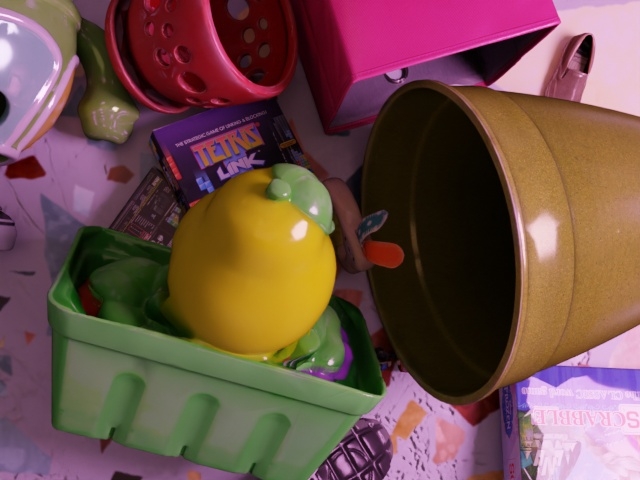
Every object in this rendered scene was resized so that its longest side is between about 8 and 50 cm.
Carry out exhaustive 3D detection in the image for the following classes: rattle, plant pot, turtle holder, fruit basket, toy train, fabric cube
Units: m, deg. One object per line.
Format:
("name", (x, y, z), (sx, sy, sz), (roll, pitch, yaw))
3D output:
("rattle", (0.000, 0.000, 1.011), (0.142, 0.200, 0.130), (-1, 113, -15))
("plant pot", (0.282, -0.019, 1.006), (0.353, 0.366, 0.366), (-8, 86, -20))
("turtle holder", (-0.392, -0.201, 0.971), (0.243, 0.320, 0.227), (-3, 81, 21))
("fruit basket", (-0.098, 0.060, 0.915), (0.392, 0.283, 0.392), (-2, 111, -5))
("plant pot", (-0.145, -0.249, 1.007), (0.174, 0.191, 0.191), (-8, 85, 33))
("toy train", (0.117, 0.157, 1.107), (0.158, 0.027, 0.036), (-4, 97, -9))
("fabric cube", (0.095, -0.309, 1.026), (0.254, 0.259, 0.258), (-19, 86, -9))

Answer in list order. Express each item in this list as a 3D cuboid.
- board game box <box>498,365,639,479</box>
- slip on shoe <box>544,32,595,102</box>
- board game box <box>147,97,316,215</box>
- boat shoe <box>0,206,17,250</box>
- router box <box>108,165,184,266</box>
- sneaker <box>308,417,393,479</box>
("board game box", (0.398, 0.326, 1.080), (0.318, 0.066, 0.318), (3, 72, -8))
("slip on shoe", (0.352, -0.226, 1.164), (0.051, 0.041, 0.135), (24, 82, -6))
("board game box", (-0.110, -0.099, 1.058), (0.170, 0.048, 0.141), (-25, 85, -23))
("boat shoe", (-0.516, -0.078, 0.982), (0.335, 0.121, 0.119), (18, 87, -5))
("router box", (-0.209, -0.019, 1.066), (0.092, 0.038, 0.122), (35, 82, -4))
("sneaker", (-0.025, 0.307, 1.041), (0.267, 0.106, 0.101), (-29, 88, -30))
